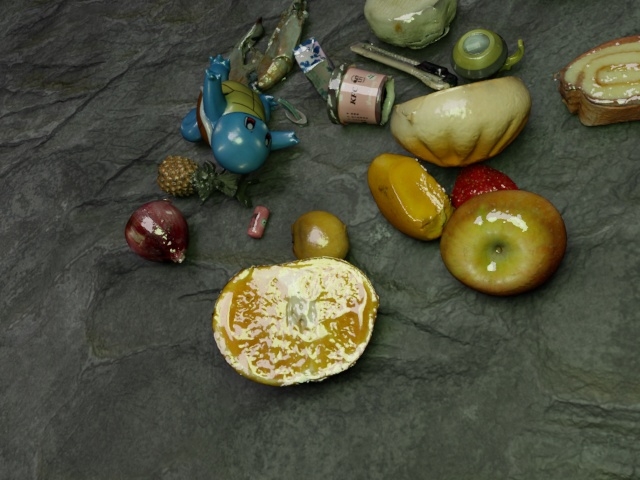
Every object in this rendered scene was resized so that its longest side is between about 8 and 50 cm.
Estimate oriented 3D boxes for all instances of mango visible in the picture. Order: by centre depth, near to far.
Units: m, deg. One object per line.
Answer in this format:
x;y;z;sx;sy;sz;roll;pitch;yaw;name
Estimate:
0.187;-0.100;1.435;0.126;0.154;0.252;-32;53;-16;mango

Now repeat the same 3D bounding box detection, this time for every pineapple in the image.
-0.289;-0.160;1.709;0.277;0.119;0.130;11;27;27;pineapple

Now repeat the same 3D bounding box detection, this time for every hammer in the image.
-0.153;-0.045;1.629;0.043;0.043;0.083;7;69;27;hammer

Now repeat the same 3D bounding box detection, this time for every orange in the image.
-0.058;0.166;1.362;0.310;0.274;0.274;-10;51;-30;orange

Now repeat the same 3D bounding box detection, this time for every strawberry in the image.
0.350;-0.109;1.418;0.146;0.082;0.187;-23;54;5;strawberry

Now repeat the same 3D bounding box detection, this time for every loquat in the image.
0.000;0.000;1.480;0.141;0.141;0.141;-10;62;20;loquat

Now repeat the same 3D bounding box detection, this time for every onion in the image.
-0.398;-0.006;1.658;0.159;0.159;0.195;-44;66;-1;onion

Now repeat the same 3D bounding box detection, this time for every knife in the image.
0.204;-0.442;1.627;0.089;0.043;0.365;-16;38;-35;knife

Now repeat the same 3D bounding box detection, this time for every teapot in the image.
0.387;-0.422;1.518;0.165;0.119;0.130;-6;66;20;teapot

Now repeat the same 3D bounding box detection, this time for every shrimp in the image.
-0.152;-0.554;1.860;0.247;0.085;0.360;25;82;38;shrimp

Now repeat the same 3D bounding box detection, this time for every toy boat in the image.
-0.085;-0.348;1.695;0.034;0.122;0.096;-50;56;-2;toy boat

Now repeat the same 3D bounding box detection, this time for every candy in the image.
-0.001;-0.434;1.679;0.073;0.160;0.092;-32;64;11;candy

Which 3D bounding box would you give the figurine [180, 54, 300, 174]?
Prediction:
-0.227;-0.322;1.656;0.243;0.298;0.416;-48;35;-4;figurine

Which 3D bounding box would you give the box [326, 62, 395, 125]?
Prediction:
0.104;-0.349;1.602;0.135;0.151;0.151;15;73;19;box

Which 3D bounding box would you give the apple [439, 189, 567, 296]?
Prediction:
0.357;0.000;1.286;0.235;0.173;0.210;9;111;19;apple

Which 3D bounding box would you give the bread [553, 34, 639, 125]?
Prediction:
0.618;-0.331;1.368;0.244;0.123;0.190;-4;63;22;bread

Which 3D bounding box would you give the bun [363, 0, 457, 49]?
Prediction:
0.233;-0.577;1.653;0.239;0.141;0.239;-12;56;18;bun

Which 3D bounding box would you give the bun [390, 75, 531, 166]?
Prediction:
0.299;-0.239;1.401;0.299;0.299;0.165;-12;95;19;bun
